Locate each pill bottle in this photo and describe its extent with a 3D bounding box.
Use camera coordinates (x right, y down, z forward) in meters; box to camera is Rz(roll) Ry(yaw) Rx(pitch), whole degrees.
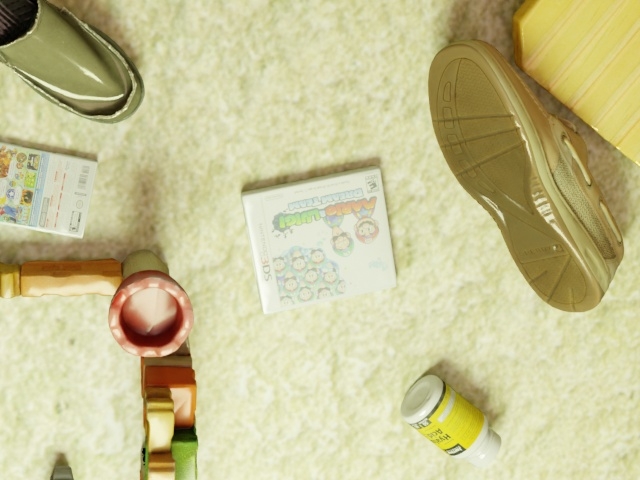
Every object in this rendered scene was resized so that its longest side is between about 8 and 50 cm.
[{"bbox_3d":[0.155,0.214,1.500,0.116,0.065,0.065,39,97,-18],"label":"pill bottle"}]

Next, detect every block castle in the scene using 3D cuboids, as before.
[{"bbox_3d":[-0.281,0.242,1.351,0.303,0.213,0.453,-1,106,-10],"label":"block castle"}]

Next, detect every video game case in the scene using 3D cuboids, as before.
[{"bbox_3d":[0.000,0.000,1.431,0.157,0.019,0.143,-12,109,-7],"label":"video game case"},{"bbox_3d":[-0.304,-0.054,1.363,0.122,0.011,0.087,11,105,-14],"label":"video game case"}]

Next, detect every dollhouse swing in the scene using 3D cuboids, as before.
[{"bbox_3d":[0.426,-0.227,1.297,0.347,0.315,0.305,35,87,-25],"label":"dollhouse swing"}]

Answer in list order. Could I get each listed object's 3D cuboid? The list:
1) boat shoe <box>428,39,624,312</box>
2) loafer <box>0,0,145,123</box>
[{"bbox_3d":[0.229,-0.083,1.411,0.110,0.121,0.341,-46,117,-34],"label":"boat shoe"},{"bbox_3d":[-0.287,-0.198,1.282,0.251,0.087,0.094,34,98,-18],"label":"loafer"}]
